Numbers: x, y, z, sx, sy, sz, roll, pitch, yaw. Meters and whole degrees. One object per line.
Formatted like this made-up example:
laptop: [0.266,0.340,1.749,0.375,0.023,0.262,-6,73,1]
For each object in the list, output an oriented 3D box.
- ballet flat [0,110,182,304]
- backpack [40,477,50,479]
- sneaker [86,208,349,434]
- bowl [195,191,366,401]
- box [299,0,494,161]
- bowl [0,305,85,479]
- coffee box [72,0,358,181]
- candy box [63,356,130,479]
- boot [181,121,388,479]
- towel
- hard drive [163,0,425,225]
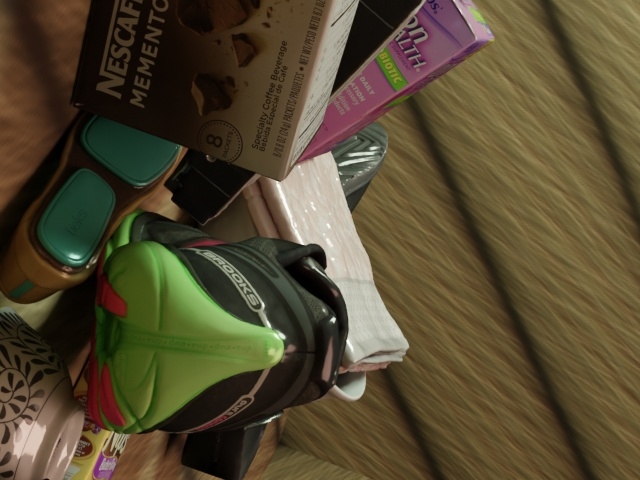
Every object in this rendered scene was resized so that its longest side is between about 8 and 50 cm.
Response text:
ballet flat: [-0.171,-0.036,1.100,0.073,0.080,0.232,-39,-168,36]
backpack: [-0.190,0.321,0.995,0.191,0.253,0.225,-48,164,27]
sneaker: [-0.085,0.076,1.235,0.483,0.202,0.185,-140,-123,-80]
bowl: [-0.071,0.069,1.736,0.298,0.134,0.298,61,13,-25]
box: [0.053,-0.200,1.657,0.243,0.117,0.213,-34,180,13]
bowl: [-0.221,0.139,1.090,0.170,0.080,0.170,19,90,-84]
coffee box: [-0.051,-0.213,1.052,0.119,0.168,0.297,-60,169,-62]
candy box: [-0.222,0.197,1.434,0.109,0.053,0.186,98,12,-62]
boot: [-0.054,0.077,2.124,0.367,0.146,0.445,-48,155,-50]
towel: [0.000,0.000,1.732,0.317,0.053,0.332,67,12,8]
hard drive: [0.002,-0.182,1.399,0.339,0.064,0.237,-43,-169,28]
